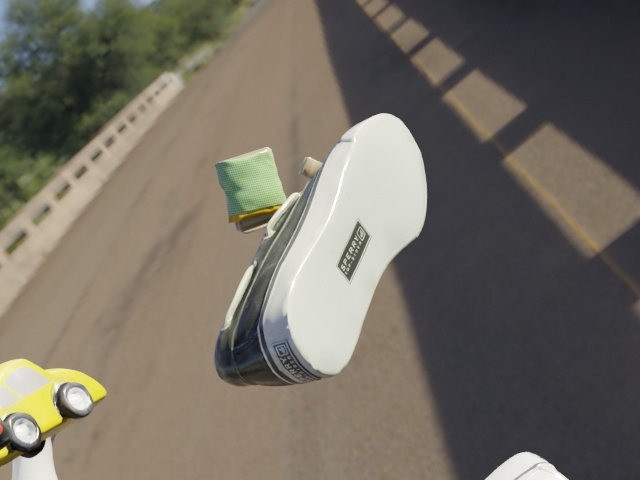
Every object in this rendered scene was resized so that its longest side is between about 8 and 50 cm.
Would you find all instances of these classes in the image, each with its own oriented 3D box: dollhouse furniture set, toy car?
[{"bbox_3d":[-0.021,-0.060,1.211,0.151,0.076,0.058,-18,9,-15],"label":"dollhouse furniture set"},{"bbox_3d":[-0.232,0.131,0.622,0.225,0.053,0.239,-35,-4,2],"label":"toy car"}]

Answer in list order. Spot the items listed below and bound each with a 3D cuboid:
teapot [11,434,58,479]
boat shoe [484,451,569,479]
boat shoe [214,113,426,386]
[{"bbox_3d":[-0.304,0.252,0.846,0.252,0.187,0.256,-31,-4,38],"label":"teapot"},{"bbox_3d":[0.141,0.312,1.134,0.267,0.096,0.088,-36,41,-21],"label":"boat shoe"},{"bbox_3d":[0.000,0.000,0.721,0.070,0.078,0.219,-16,27,35],"label":"boat shoe"}]
